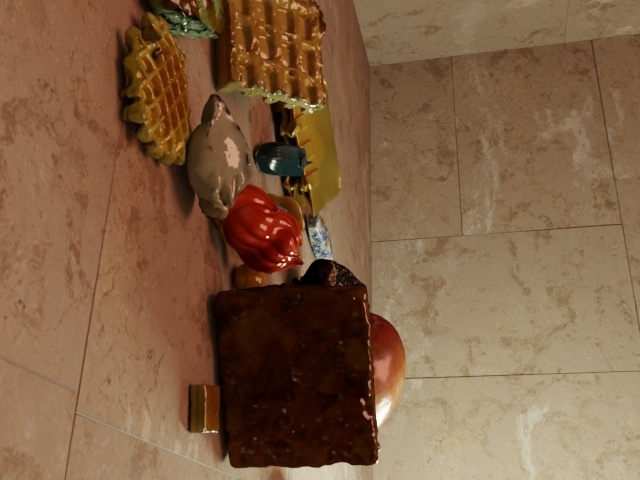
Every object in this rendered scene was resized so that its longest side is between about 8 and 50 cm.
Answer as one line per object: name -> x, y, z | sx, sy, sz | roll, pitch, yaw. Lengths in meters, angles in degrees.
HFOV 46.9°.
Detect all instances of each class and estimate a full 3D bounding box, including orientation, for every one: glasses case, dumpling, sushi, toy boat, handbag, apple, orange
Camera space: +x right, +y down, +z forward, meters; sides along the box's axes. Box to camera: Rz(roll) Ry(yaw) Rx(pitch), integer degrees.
glasses case -> 0.000, 0.000, 2.563 | 0.248, 0.065, 0.087 | 69, 18, -50
dumpling -> -0.212, -0.165, 1.472 | 0.172, 0.142, 0.247 | 6, -86, 58
sushi -> 0.017, 0.175, 2.222 | 0.212, 0.215, 0.227 | 48, 47, -29
toy boat -> -0.120, -0.227, 2.056 | 0.246, 0.103, 0.093 | -6, 106, -65
handbag -> -0.051, -0.295, 2.298 | 0.283, 0.133, 0.401 | -52, 137, -65
apple -> 0.045, 0.363, 1.948 | 0.364, 0.363, 0.364 | -4, 90, -78
orange -> -0.166, 0.093, 1.731 | 0.083, 0.070, 0.083 | -15, 90, -85

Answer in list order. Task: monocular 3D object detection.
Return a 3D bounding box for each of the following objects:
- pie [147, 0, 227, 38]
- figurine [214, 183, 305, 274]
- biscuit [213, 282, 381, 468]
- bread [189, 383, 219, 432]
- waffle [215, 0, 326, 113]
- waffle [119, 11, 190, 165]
pie -> -0.262, -0.549, 1.423 | 0.354, 0.102, 0.289 | -8, 94, -74
figurine -> -0.128, -0.026, 1.684 | 0.257, 0.180, 0.208 | -15, 100, -78
biscuit -> -0.045, 0.290, 1.605 | 0.166, 0.342, 0.395 | -32, 120, -81
bread -> -0.226, 0.330, 1.448 | 0.090, 0.035, 0.095 | 50, 38, -71
waffle -> -0.119, -0.485, 1.811 | 0.348, 0.077, 0.304 | 7, 76, -48
waffle -> -0.286, -0.272, 1.330 | 0.250, 0.056, 0.261 | 40, 46, -74
